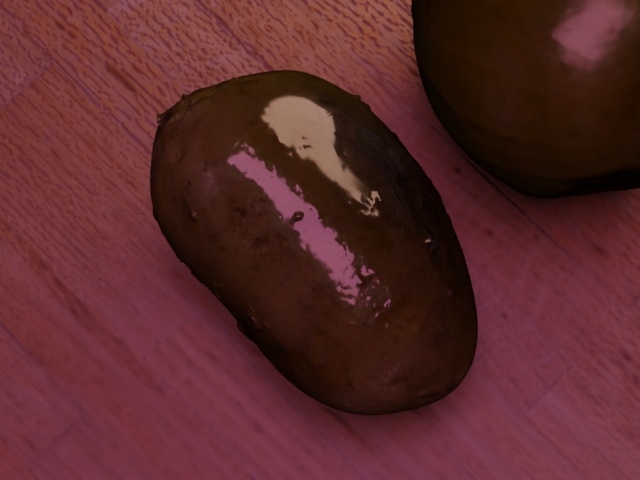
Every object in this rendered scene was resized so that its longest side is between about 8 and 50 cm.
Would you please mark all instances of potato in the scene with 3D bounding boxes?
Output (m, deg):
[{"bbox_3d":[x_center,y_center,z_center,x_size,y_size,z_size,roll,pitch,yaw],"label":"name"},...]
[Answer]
[{"bbox_3d":[0.000,0.000,1.243,0.173,0.210,0.307,-41,80,33],"label":"potato"}]

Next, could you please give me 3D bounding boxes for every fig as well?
[{"bbox_3d":[0.181,-0.157,1.259,0.271,0.239,0.239,28,76,32],"label":"fig"}]
